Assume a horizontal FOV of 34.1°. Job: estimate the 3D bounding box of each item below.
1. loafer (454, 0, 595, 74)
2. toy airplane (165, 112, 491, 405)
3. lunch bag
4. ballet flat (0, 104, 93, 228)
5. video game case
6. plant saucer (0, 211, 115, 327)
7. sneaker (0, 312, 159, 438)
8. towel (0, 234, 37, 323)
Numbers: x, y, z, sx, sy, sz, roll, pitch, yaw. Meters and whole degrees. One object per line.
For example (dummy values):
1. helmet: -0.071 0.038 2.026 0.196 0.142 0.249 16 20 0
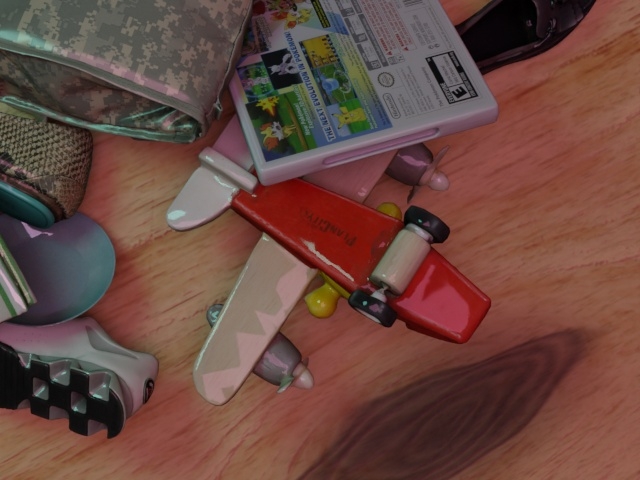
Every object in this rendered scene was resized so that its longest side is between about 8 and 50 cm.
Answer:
1. loafer: 0.269 -0.295 1.428 0.303 0.095 0.109 -31 97 -5
2. toy airplane: 0.000 0.000 1.349 0.386 0.272 0.384 -17 65 11
3. lunch bag: -0.234 -0.256 1.280 0.287 0.169 0.235 17 66 0
4. ballet flat: -0.518 -0.174 1.315 0.483 0.164 0.182 21 68 -14
5. video game case: 0.026 -0.233 1.326 0.300 0.036 0.329 -16 54 -7
6. plant saucer: -0.365 0.040 1.355 0.195 0.037 0.194 5 52 -6
7. sneaker: -0.366 0.148 1.368 0.331 0.146 0.122 21 119 13
8. towel: -0.521 0.032 1.288 0.325 0.038 0.247 -23 99 27
